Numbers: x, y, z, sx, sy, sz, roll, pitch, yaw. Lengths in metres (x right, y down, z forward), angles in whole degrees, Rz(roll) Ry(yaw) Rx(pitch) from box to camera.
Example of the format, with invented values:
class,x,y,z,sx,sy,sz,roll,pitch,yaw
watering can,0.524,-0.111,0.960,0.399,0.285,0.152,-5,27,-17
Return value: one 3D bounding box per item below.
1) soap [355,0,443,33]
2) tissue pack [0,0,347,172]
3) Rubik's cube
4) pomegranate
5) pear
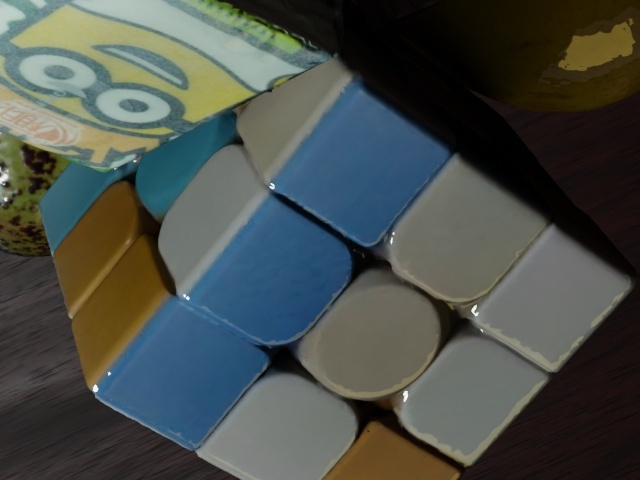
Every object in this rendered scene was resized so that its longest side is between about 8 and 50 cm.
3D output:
class,x,y,z,sx,sy,sz,roll,pitch,yaw
soap,0.057,-0.286,1.442,0.122,0.203,0.065,-25,-178,-22
tissue pack,-0.163,-0.175,1.356,0.228,0.128,0.311,23,150,-35
Rubik's cube,0.000,0.000,1.528,0.344,0.347,0.346,-50,-148,14
pomegranate,-0.357,-0.122,1.870,0.340,0.285,0.285,6,180,-7
pear,0.222,-0.302,1.689,0.418,0.362,0.362,1,171,-28
